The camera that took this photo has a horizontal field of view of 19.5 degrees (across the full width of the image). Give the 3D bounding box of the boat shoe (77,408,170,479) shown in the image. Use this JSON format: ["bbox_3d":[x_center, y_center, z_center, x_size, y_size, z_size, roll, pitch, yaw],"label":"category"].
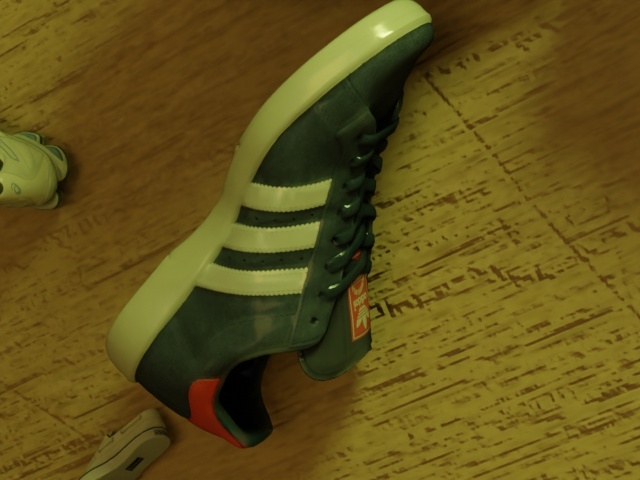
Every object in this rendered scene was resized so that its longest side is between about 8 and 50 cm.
[{"bbox_3d":[-0.154,0.163,1.422,0.100,0.035,0.035,-43,48,30],"label":"boat shoe"}]

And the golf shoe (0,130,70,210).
[{"bbox_3d":[-0.281,-0.069,1.433,0.176,0.086,0.069,16,105,29],"label":"golf shoe"}]

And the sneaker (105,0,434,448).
[{"bbox_3d":[0.000,0.000,1.269,0.148,0.131,0.350,42,120,11],"label":"sneaker"}]
